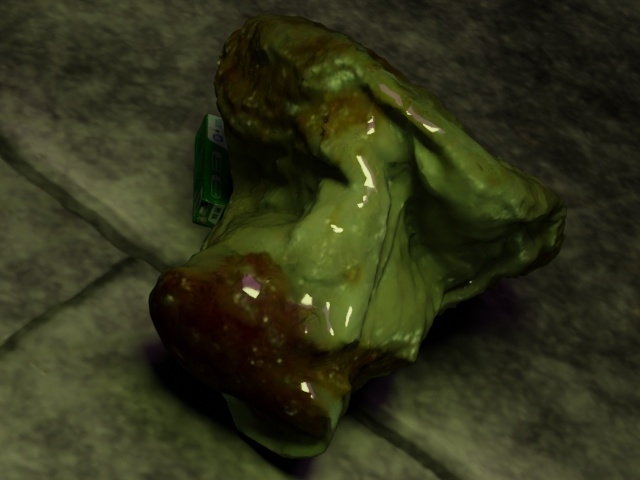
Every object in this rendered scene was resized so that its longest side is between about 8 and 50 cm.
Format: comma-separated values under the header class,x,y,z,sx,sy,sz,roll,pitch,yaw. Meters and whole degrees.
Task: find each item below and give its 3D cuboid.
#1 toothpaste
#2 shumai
class,x,y,z,sx,sy,sz,roll,pitch,yaw
toothpaste,-0.066,-0.043,1.091,0.017,0.020,0.083,16,39,-15
shumai,0.000,0.000,1.014,0.222,0.203,0.272,36,4,10
